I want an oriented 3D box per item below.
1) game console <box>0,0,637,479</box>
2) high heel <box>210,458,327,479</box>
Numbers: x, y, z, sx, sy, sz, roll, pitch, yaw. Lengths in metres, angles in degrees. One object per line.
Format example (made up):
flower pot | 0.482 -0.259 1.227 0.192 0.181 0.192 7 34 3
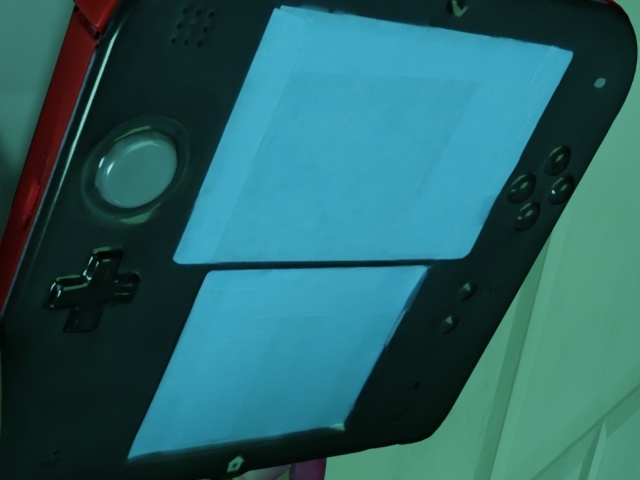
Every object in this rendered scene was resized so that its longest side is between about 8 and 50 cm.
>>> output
game console | 0.000 0.000 0.694 0.386 0.060 0.342 0 120 -43
high heel | -0.013 0.199 0.957 0.117 0.082 0.244 -42 130 -27
